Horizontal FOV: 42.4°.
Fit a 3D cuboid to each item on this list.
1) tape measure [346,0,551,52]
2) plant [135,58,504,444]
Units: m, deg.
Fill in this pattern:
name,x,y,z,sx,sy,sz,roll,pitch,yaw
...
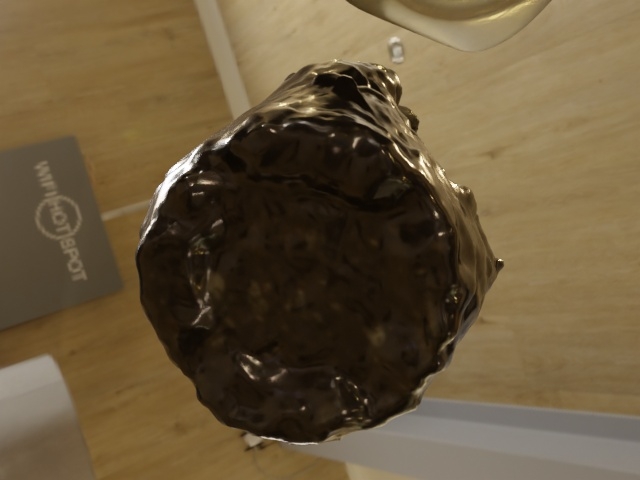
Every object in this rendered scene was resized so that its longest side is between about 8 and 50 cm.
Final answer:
name,x,y,z,sx,sy,sz,roll,pitch,yaw
tape measure,0.093,-0.253,0.436,0.271,0.231,0.133,-45,-125,30
plant,0.000,0.000,0.522,0.188,0.199,0.276,53,10,-10
